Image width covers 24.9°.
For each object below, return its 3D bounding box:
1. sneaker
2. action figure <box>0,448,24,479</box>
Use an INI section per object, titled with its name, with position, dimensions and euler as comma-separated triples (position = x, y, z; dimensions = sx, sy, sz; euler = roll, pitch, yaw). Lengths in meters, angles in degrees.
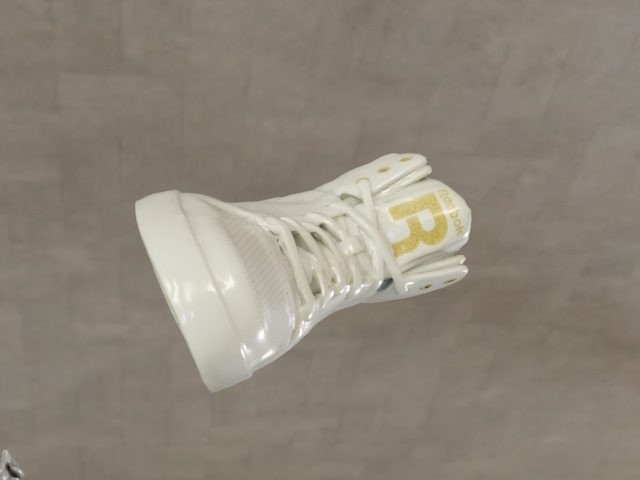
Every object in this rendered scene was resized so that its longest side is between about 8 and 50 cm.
[sneaker]
position = 0.000, 0.000, 0.791
dimensions = 0.169, 0.108, 0.292
euler = -20, -177, 1
[action figure]
position = -0.276, 0.112, 0.870
dimensions = 0.285, 0.099, 0.185
euler = 38, 148, 0
